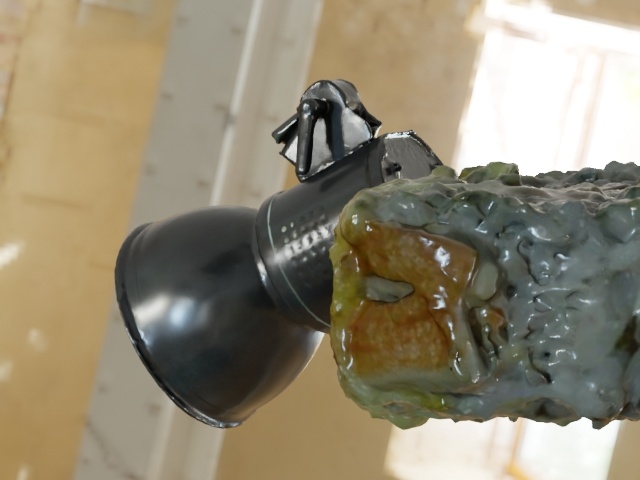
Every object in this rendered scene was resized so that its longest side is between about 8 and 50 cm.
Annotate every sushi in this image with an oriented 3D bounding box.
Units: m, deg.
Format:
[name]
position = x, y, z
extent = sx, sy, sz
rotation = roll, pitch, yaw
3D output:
[sushi]
position = 0.117, 0.026, 1.020
extent = 0.184, 0.139, 0.274
rotation = 1, -173, 24

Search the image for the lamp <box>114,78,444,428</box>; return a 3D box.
[lamp]
position = 0.000, 0.000, 1.217
extent = 0.227, 0.172, 0.147
rotation = -30, 169, 27
